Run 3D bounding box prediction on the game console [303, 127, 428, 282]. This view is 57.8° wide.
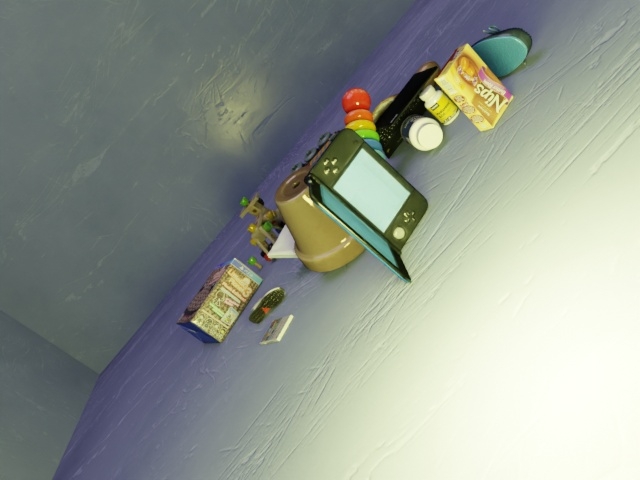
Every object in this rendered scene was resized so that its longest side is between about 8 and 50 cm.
[{"bbox_3d":[0.122,-0.086,1.284,0.250,0.293,0.173,-55,18,-16],"label":"game console"}]

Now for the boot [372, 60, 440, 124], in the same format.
[{"bbox_3d":[0.295,-0.494,1.979,0.236,0.089,0.269,-55,-9,33],"label":"boot"}]

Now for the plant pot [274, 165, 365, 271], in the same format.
[{"bbox_3d":[-0.006,-0.080,1.617,0.263,0.229,0.263,-29,33,21],"label":"plant pot"}]

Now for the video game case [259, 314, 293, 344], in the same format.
[{"bbox_3d":[-0.130,0.263,1.699,0.122,0.011,0.087,-25,30,56],"label":"video game case"}]

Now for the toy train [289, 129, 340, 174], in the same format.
[{"bbox_3d":[0.005,-0.320,2.449,0.334,0.142,0.190,-47,28,4],"label":"toy train"}]

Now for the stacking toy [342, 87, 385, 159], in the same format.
[{"bbox_3d":[0.120,-0.308,1.739,0.141,0.141,0.330,-29,64,53],"label":"stacking toy"}]

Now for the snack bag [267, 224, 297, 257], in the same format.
[{"bbox_3d":[0.014,-0.080,1.843,0.323,0.037,0.342,-2,48,43],"label":"snack bag"}]

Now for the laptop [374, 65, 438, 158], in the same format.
[{"bbox_3d":[0.284,-0.394,1.823,0.136,0.264,0.234,34,83,36],"label":"laptop"}]

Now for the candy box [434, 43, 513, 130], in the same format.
[{"bbox_3d":[0.378,-0.373,1.425,0.109,0.187,0.053,-54,19,-16],"label":"candy box"}]

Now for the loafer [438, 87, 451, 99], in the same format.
[{"bbox_3d":[0.395,-0.463,1.843,0.056,0.050,0.148,-40,3,23],"label":"loafer"}]

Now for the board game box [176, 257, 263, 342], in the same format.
[{"bbox_3d":[-0.390,0.236,2.231,0.291,0.141,0.232,-58,18,-24],"label":"board game box"}]

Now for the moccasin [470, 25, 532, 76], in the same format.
[{"bbox_3d":[0.470,-0.529,1.626,0.117,0.138,0.342,-49,16,-13],"label":"moccasin"}]

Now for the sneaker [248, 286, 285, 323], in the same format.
[{"bbox_3d":[-0.176,0.196,1.888,0.161,0.057,0.075,-47,21,21],"label":"sneaker"}]

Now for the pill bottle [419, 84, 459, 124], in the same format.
[{"bbox_3d":[0.346,-0.398,1.697,0.065,0.116,0.065,-46,16,17],"label":"pill bottle"}]

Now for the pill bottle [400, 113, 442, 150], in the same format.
[{"bbox_3d":[0.297,-0.313,1.683,0.094,0.094,0.169,-48,16,9],"label":"pill bottle"}]

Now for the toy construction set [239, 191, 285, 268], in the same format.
[{"bbox_3d":[-0.211,-0.080,2.278,0.309,0.237,0.257,-27,28,54],"label":"toy construction set"}]
